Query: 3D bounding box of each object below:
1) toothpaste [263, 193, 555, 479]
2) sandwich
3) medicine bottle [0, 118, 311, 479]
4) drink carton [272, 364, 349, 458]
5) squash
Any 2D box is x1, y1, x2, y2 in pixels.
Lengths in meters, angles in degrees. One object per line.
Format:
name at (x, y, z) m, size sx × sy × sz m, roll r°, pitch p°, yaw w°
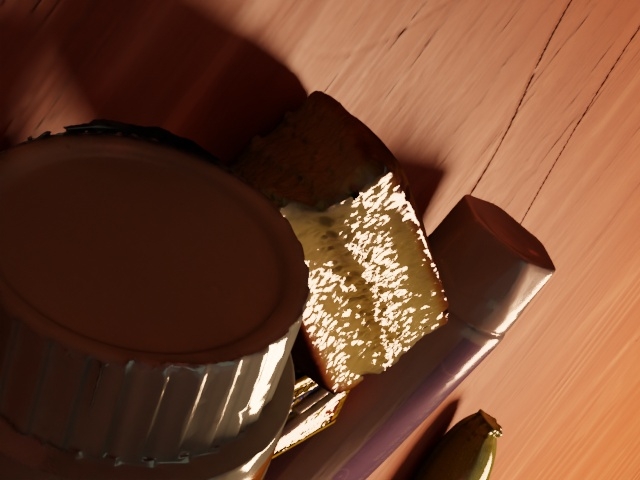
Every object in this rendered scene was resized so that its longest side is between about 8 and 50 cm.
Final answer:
toothpaste at (0.010, 0.134, 1.075) m, size 0.371 × 0.080 × 0.125 m, roll -53°, pitch 158°, yaw 18°
sandwich at (0.000, 0.000, 0.828) m, size 0.094 × 0.096 × 0.258 m, roll -40°, pitch 157°, yaw -8°
medicine bottle at (-0.113, 0.116, 0.712) m, size 0.158 × 0.158 × 0.318 m, roll -26°, pitch 147°, yaw -44°
drink carton at (-0.043, 0.095, 0.937) m, size 0.165 × 0.056 × 0.071 m, roll -23°, pitch 148°, yaw -47°
squash at (0.097, 0.228, 1.379) m, size 0.066 × 0.066 × 0.201 m, roll -8°, pitch 129°, yaw -58°
